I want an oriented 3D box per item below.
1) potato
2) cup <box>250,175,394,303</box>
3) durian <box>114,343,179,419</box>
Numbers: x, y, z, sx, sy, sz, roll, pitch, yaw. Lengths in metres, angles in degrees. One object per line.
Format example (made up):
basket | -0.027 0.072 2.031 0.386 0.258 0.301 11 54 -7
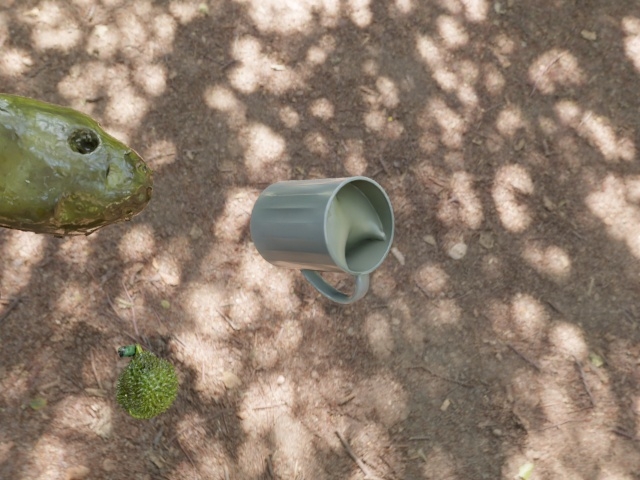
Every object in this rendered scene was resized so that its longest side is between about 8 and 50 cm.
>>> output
potato | -0.395 -0.101 0.798 0.296 0.141 0.191 14 102 -18
cup | 0.000 0.000 1.413 0.237 0.327 0.322 -22 105 -39
durian | -0.452 0.375 1.438 0.146 0.159 0.198 10 17 -39
